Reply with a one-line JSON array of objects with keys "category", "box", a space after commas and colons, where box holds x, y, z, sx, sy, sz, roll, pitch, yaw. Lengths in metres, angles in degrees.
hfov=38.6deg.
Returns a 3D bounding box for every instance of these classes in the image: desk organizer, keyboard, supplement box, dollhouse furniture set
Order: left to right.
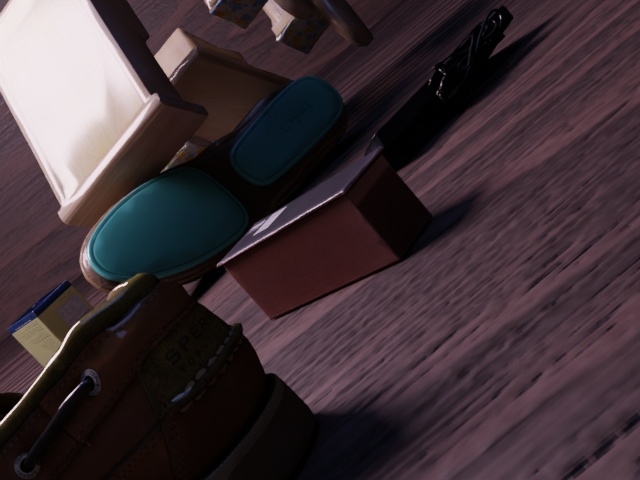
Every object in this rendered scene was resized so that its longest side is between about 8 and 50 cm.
[{"category": "supplement box", "box": [-0.284, 0.101, 1.007, 0.083, 0.083, 0.056, -27, 17, 49]}, {"category": "dollhouse furniture set", "box": [-0.151, -0.153, 1.079, 0.362, 0.256, 0.394, -45, -27, 23]}, {"category": "desk organizer", "box": [0.000, 0.000, 0.544, 0.130, 0.050, 0.047, -28, 17, 47]}, {"category": "keyboard", "box": [0.102, -0.112, 0.729, 0.192, 0.038, 0.100, -47, -10, -27]}]

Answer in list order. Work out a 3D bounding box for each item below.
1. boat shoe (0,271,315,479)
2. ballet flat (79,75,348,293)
[{"category": "boat shoe", "box": [-0.146, 0.119, 0.427, 0.307, 0.104, 0.111, -37, 12, 20]}, {"category": "ballet flat", "box": [-0.103, -0.042, 0.946, 0.342, 0.116, 0.124, -46, -8, -28]}]
